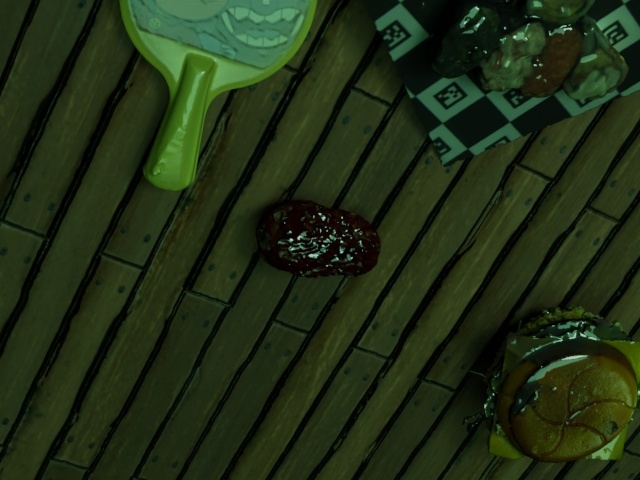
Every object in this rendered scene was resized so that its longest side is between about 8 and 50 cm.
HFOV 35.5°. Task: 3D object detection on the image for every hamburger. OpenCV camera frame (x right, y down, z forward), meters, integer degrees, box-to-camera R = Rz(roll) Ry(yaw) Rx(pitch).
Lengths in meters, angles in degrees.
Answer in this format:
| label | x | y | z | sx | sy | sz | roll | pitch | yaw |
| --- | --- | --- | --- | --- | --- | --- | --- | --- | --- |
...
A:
| label | x | y | z | sx | sy | sz | roll | pitch | yaw |
| --- | --- | --- | --- | --- | --- | --- | --- | --- | --- |
| hamburger | 0.331 | 0.202 | 1.407 | 0.262 | 0.138 | 0.243 | 3 | 116 | -11 |

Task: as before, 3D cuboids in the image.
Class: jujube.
| label | x | y | z | sx | sy | sz | roll | pitch | yaw |
| --- | --- | --- | --- | --- | --- | --- | --- | --- | --- |
| jujube | 0.002 | -0.003 | 1.274 | 0.166 | 0.104 | 0.104 | 2 | 119 | -25 |

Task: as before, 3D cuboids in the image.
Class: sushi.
| label | x | y | z | sx | sy | sz | roll | pitch | yaw |
| --- | --- | --- | --- | --- | --- | --- | --- | --- | --- |
| sushi | 0.243 | -0.219 | 1.124 | 0.320 | 0.068 | 0.339 | -21 | 139 | 11 |

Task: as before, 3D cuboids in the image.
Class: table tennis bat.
| label | x | y | z | sx | sy | sz | roll | pitch | yaw |
| --- | --- | --- | --- | --- | --- | --- | --- | --- | --- |
| table tennis bat | -0.134 | -0.224 | 1.150 | 0.224 | 0.054 | 0.368 | 15 | 111 | -15 |
